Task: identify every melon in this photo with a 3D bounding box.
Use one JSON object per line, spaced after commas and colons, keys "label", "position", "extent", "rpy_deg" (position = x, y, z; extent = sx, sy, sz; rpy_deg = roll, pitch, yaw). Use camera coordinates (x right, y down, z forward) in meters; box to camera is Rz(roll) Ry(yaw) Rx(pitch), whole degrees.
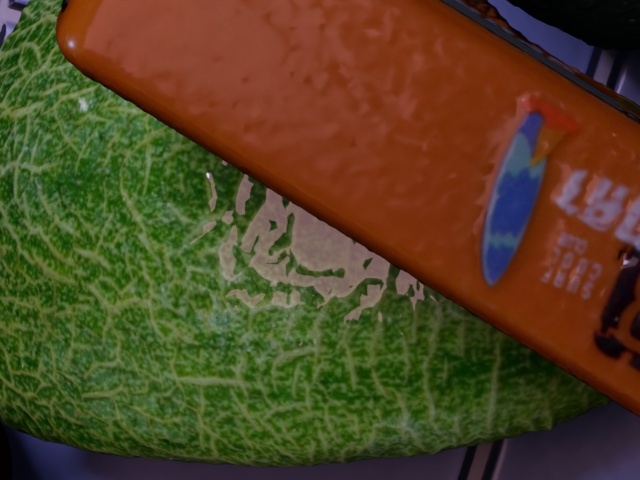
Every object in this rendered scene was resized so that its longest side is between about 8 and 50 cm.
{"label": "melon", "position": [0.000, 0.000, 0.700], "extent": [0.323, 0.124, 0.196], "rpy_deg": [5, 94, 33]}

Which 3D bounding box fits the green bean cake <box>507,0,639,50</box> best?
{"label": "green bean cake", "position": [0.126, -0.264, 0.634], "extent": [0.300, 0.169, 0.308], "rpy_deg": [-39, 65, 19]}

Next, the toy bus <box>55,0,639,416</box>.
{"label": "toy bus", "position": [0.097, 0.000, 0.573], "extent": [0.409, 0.092, 0.093], "rpy_deg": [31, 101, 4]}

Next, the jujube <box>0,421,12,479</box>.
{"label": "jujube", "position": [-0.252, 0.081, 0.814], "extent": [0.190, 0.190, 0.255], "rpy_deg": [-54, 44, 14]}
